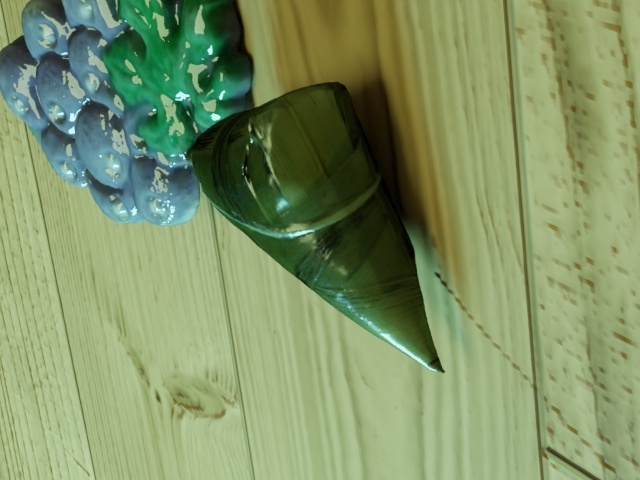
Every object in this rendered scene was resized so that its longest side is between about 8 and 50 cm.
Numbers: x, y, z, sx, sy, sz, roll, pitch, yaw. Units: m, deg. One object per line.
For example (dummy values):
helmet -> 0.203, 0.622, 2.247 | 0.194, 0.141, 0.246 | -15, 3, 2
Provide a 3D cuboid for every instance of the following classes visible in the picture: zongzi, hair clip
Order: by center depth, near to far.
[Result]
zongzi -> 0.000, 0.000, 0.641 | 0.113, 0.052, 0.104 | 60, 164, -8
hair clip -> -0.081, -0.067, 0.768 | 0.195, 0.052, 0.124 | -18, 100, 57
